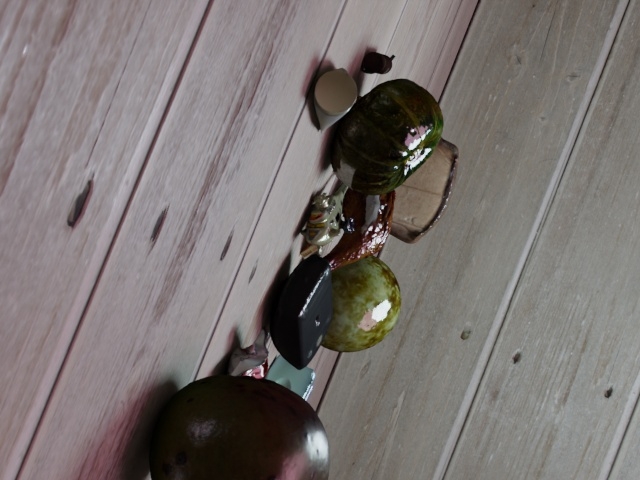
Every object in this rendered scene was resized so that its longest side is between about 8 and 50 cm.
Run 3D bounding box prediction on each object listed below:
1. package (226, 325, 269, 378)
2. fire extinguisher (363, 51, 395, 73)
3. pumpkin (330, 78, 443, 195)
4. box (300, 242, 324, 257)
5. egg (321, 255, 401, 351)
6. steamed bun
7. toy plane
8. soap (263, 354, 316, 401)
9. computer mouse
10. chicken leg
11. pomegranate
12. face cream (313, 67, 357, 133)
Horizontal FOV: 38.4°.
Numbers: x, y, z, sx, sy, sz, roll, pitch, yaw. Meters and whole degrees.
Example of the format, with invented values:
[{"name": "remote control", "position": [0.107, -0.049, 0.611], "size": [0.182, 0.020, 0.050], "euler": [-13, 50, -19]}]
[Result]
[{"name": "package", "position": [-0.147, 0.264, 1.723], "size": [0.194, 0.071, 0.269], "euler": [-46, 164, -31]}, {"name": "fire extinguisher", "position": [0.122, -0.368, 1.918], "size": [0.064, 0.043, 0.158], "euler": [-40, 178, 15]}, {"name": "pumpkin", "position": [0.128, -0.224, 1.878], "size": [0.260, 0.189, 0.260], "euler": [-44, 167, -13]}, {"name": "box", "position": [0.000, 0.000, 1.989], "size": [0.093, 0.015, 0.058], "euler": [-31, -161, 37]}, {"name": "egg", "position": [0.067, 0.152, 2.182], "size": [0.289, 0.238, 0.238], "euler": [-51, 161, -56]}, {"name": "steamed bun", "position": [0.236, -0.159, 2.526], "size": [0.199, 0.252, 0.301], "euler": [-99, -147, -86]}, {"name": "toy plane", "position": [0.030, -0.080, 1.946], "size": [0.286, 0.092, 0.108], "euler": [-55, 139, -50]}, {"name": "soap", "position": [-0.120, 0.437, 2.152], "size": [0.192, 0.109, 0.323], "euler": [101, 14, -52]}, {"name": "computer mouse", "position": [-0.047, 0.150, 1.937], "size": [0.269, 0.100, 0.170], "euler": [89, 25, -52]}, {"name": "chicken leg", "position": [0.077, -0.033, 2.097], "size": [0.406, 0.158, 0.096], "euler": [-60, 175, -25]}, {"name": "pomegranate", "position": [-0.138, 0.353, 1.373], "size": [0.323, 0.291, 0.291], "euler": [-65, 172, 13]}, {"name": "face cream", "position": [0.020, -0.245, 1.588], "size": [0.224, 0.070, 0.114], "euler": [-118, -131, -85]}]
